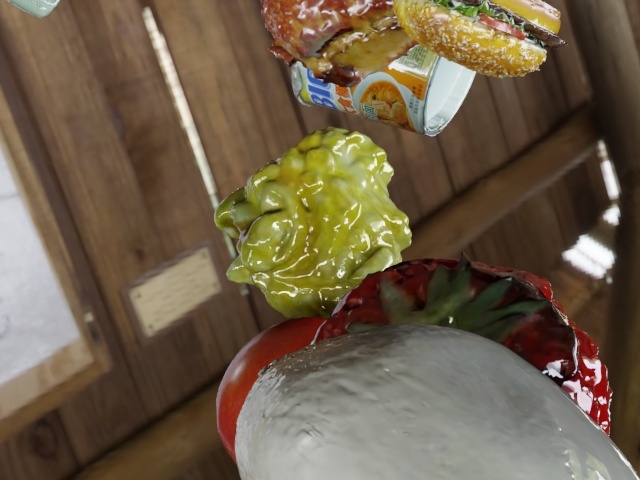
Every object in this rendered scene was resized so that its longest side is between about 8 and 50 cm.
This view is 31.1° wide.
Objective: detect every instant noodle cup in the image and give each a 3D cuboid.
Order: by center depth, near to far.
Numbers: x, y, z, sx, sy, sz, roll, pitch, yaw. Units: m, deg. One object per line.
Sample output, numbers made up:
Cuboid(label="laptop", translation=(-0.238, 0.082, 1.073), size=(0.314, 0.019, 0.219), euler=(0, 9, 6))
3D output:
Cuboid(label="instant noodle cup", translation=(0.119, -0.305, 1.760), size=(0.214, 0.296, 0.296), euler=(24, -151, 19))

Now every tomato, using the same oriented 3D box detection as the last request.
Cuboid(label="tomato", translation=(0.014, 0.226, 1.413), size=(0.226, 0.298, 0.298), euler=(-46, -166, -2))

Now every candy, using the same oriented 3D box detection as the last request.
Cuboid(label="candy", translation=(0.082, 0.152, 0.698), size=(0.185, 0.295, 0.295), euler=(-62, -161, -4))

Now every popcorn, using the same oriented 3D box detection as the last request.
Cuboid(label="popcorn", translation=(0.000, 0.000, 1.506), size=(0.235, 0.250, 0.242), euler=(-2, 149, -38))

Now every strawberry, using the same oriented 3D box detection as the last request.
Cuboid(label="strawberry", translation=(0.140, 0.168, 1.111), size=(0.292, 0.310, 0.291), euler=(-13, -134, 14))

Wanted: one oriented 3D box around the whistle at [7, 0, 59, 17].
Cuboid(label="whistle", translation=(-0.267, -0.242, 0.773), size=(0.077, 0.236, 0.114), euler=(-23, -145, 45))

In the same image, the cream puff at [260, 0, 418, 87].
Cuboid(label="cream puff", translation=(0.071, -0.325, 1.318), size=(0.350, 0.228, 0.350), euler=(-35, -175, 3))

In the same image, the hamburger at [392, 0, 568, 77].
Cuboid(label="hamburger", translation=(0.145, -0.210, 1.100), size=(0.166, 0.087, 0.137), euler=(19, -167, -27))
